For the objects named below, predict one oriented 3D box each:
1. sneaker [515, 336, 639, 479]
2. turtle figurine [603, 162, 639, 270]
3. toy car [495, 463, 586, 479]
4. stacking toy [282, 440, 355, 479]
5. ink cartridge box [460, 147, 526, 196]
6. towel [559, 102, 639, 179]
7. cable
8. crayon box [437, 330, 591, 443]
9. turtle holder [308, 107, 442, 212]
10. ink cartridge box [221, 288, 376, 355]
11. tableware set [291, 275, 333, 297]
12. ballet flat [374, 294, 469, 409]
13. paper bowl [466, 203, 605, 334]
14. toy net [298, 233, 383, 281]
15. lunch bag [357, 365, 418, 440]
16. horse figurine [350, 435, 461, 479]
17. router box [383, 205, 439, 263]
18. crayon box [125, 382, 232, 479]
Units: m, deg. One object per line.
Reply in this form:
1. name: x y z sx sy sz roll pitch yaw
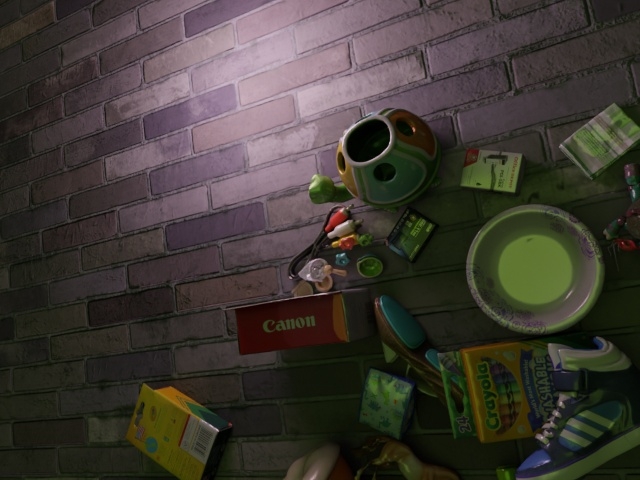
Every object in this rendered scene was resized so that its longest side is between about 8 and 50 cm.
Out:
1. sneaker: 0.495 0.335 1.138 0.323 0.130 0.236 -30 72 6
2. turtle figurine: 0.702 -0.049 1.187 0.175 0.118 0.234 4 82 27
3. toy car: 0.500 0.568 1.227 0.189 0.149 0.155 -15 69 14
4. stacking toy: 0.081 0.769 1.369 0.480 0.350 0.350 40 104 5
5. ink cartridge box: 0.421 -0.167 1.364 0.135 0.056 0.099 10 90 27
6. towel: 0.644 -0.227 1.276 0.152 0.023 0.113 -41 70 18
7. cable: 0.000 0.000 1.552 0.287 0.072 0.139 -32 70 19
8. crayon box: 0.443 0.328 1.243 0.323 0.083 0.203 -11 81 7
9. turtle holder: 0.132 -0.209 1.408 0.320 0.227 0.243 0 80 28
10. ink cartridge box: -0.052 0.210 1.429 0.310 0.272 0.130 -12 81 23
11. tableware set: -0.002 0.169 1.569 0.141 0.020 0.168 -33 72 21
12. ballet flat: 0.238 0.293 1.403 0.342 0.116 0.124 43 122 19
13. paper bowl: 0.485 0.066 1.262 0.284 0.148 0.284 -2 85 27
14. toy net: 0.045 0.063 1.495 0.232 0.122 0.045 -17 36 12
15. lunch bag: 0.172 0.401 1.410 0.129 0.096 0.151 15 114 26
16. horse figurine: 0.199 0.567 1.357 0.263 0.066 0.174 38 78 17
17. router box: 0.236 -0.014 1.454 0.092 0.038 0.122 36 102 24
18. crayon box: -0.442 0.591 1.721 0.319 0.081 0.202 23 96 26
